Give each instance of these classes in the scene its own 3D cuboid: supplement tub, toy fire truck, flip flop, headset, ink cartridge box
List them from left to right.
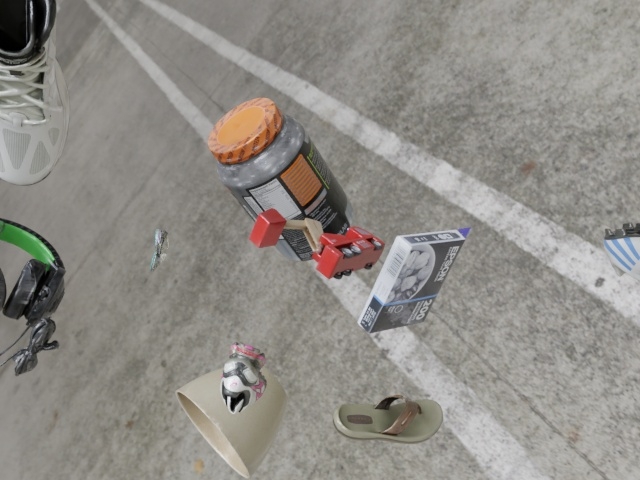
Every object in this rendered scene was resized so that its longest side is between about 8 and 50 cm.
[{"bbox_3d":[-0.589,0.078,1.142,0.185,0.243,0.394,-51,51,24],"label":"headset"},{"bbox_3d":[-0.078,-0.120,1.226,0.193,0.316,0.194,-19,42,18],"label":"supplement tub"},{"bbox_3d":[0.000,0.000,0.925,0.135,0.192,0.047,38,117,25],"label":"toy fire truck"},{"bbox_3d":[0.164,0.399,1.388,0.112,0.277,0.080,-109,31,-52],"label":"flip flop"},{"bbox_3d":[0.189,0.074,1.135,0.045,0.208,0.206,46,129,37],"label":"ink cartridge box"}]

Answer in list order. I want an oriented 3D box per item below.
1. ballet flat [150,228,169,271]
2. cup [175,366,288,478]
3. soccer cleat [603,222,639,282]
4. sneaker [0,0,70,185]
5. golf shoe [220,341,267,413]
[{"bbox_3d":[-0.412,0.026,1.558,0.041,0.041,0.114,-9,69,41],"label":"ballet flat"},{"bbox_3d":[-0.237,0.503,1.814,0.237,0.331,0.331,-38,33,-26],"label":"cup"},{"bbox_3d":[0.769,0.036,1.366,0.116,0.143,0.331,-16,4,-3],"label":"soccer cleat"},{"bbox_3d":[-0.443,-0.240,0.830,0.257,0.169,0.448,-119,34,-52],"label":"sneaker"},{"bbox_3d":[-0.126,0.225,0.924,0.067,0.186,0.086,18,60,8],"label":"golf shoe"}]
